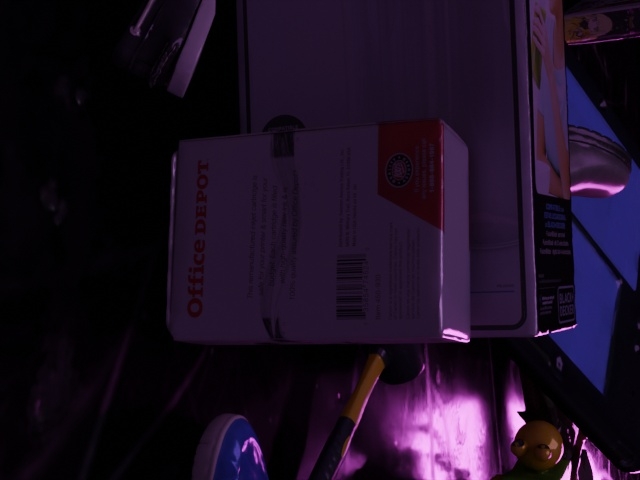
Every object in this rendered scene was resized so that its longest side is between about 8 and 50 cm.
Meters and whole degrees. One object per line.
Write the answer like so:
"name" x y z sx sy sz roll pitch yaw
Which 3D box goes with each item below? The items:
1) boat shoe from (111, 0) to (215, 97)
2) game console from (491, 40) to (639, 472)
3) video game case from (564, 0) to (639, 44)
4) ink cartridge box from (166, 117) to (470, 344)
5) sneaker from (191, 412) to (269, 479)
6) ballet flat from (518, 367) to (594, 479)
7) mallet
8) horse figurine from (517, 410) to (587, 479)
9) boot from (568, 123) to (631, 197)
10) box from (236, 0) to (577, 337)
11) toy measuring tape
"boat shoe" -0.064 -0.122 0.487 0.046 0.038 0.125 129 -22 -57
"game console" 0.237 -0.013 0.992 0.386 0.060 0.342 44 45 -33
"video game case" 0.444 -0.315 1.421 0.232 0.210 0.042 -39 122 -60
"ink cartridge box" 0.000 0.000 0.498 0.056 0.135 0.099 21 68 -67
"sneaker" -0.011 0.159 0.513 0.058 0.084 0.152 -18 104 -65
"ballet flat" 0.238 0.170 1.109 0.084 0.058 0.250 -21 101 -42
"mallet" 0.023 0.117 0.660 0.062 0.039 0.190 62 38 -37
"horse figurine" 0.221 0.292 0.994 0.263 0.066 0.175 -84 -178 -51
"boot" 0.142 -0.008 0.797 0.246 0.083 0.161 6 77 -33
"box" 0.044 -0.092 0.570 0.087 0.169 0.290 4 85 -63
"toy measuring tape" 0.157 0.313 0.850 0.121 0.121 0.330 16 81 -64
